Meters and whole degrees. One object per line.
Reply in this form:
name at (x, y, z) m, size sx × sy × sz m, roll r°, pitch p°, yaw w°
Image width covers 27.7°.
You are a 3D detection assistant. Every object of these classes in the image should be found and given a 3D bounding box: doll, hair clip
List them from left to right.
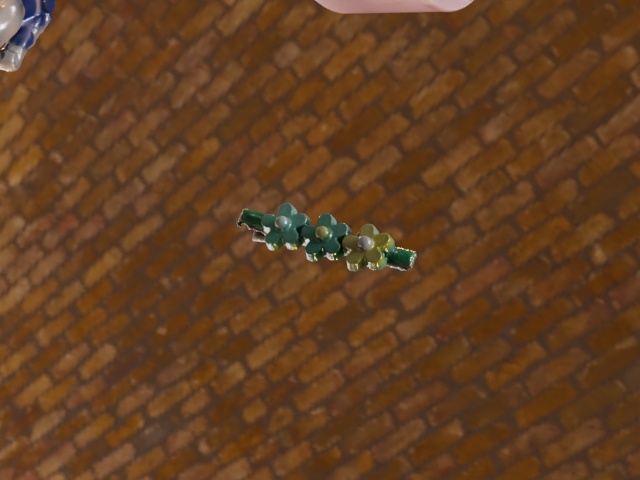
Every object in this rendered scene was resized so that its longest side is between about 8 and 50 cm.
doll at (-0.264, -0.209, 1.096) m, size 0.057 × 0.114 × 0.227 m, roll 0°, pitch -150°, yaw 24°
hair clip at (-0.001, 0.001, 1.124) m, size 0.173 × 0.049 × 0.049 m, roll 11°, pitch -101°, yaw 30°

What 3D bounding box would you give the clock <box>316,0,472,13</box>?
clock at (0.096, -0.240, 0.770) m, size 0.080 × 0.290 × 0.275 m, roll 5°, pitch -103°, yaw 39°
